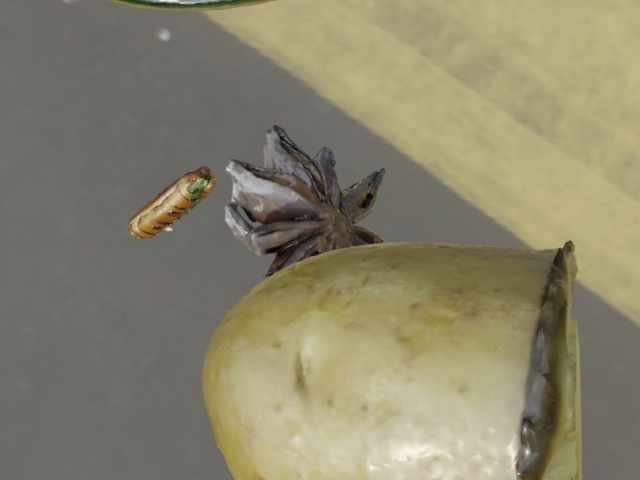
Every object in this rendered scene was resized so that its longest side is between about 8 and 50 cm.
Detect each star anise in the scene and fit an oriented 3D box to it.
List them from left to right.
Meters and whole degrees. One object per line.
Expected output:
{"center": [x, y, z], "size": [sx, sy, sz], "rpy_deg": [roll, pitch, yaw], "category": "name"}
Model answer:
{"center": [0.000, 0.000, 1.620], "size": [0.065, 0.182, 0.195], "rpy_deg": [-35, 62, 38], "category": "star anise"}

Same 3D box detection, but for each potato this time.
{"center": [0.048, 0.101, 1.147], "size": [0.242, 0.285, 0.243], "rpy_deg": [-1, 83, 11], "category": "potato"}

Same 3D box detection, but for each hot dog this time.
{"center": [-0.140, -0.033, 1.900], "size": [0.122, 0.049, 0.037], "rpy_deg": [-34, 89, 41], "category": "hot dog"}

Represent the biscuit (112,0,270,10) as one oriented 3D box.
{"center": [-0.100, -0.270, 1.432], "size": [0.343, 0.287, 0.057], "rpy_deg": [-6, 55, 29], "category": "biscuit"}
